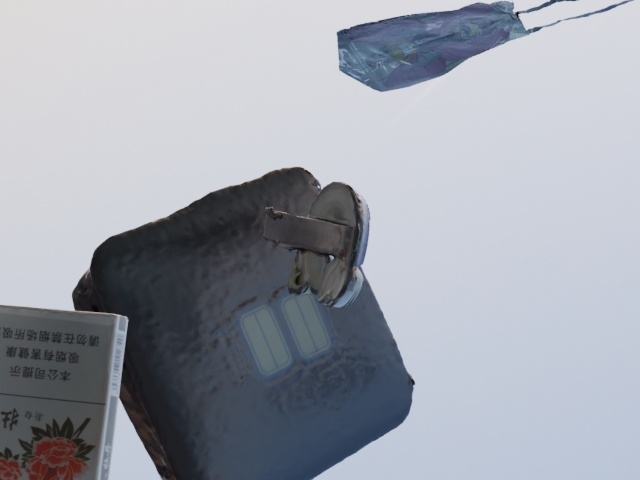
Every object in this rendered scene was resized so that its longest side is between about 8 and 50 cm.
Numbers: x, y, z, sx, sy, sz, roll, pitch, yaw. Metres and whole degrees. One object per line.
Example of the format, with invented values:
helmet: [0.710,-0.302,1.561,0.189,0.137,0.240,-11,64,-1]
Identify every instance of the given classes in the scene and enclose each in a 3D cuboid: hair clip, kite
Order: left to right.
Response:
hair clip: [0.000,0.000,1.488,0.172,0.049,0.116,13,-87,61]
kite: [0.189,-0.230,1.640,0.360,0.204,0.022,-19,-107,13]

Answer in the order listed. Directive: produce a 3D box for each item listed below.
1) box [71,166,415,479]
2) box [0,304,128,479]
box: [-0.083,0.120,1.832,0.350,0.359,0.091,-27,-178,-35]
box: [-0.199,0.146,1.108,0.109,0.029,0.198,4,-98,14]
